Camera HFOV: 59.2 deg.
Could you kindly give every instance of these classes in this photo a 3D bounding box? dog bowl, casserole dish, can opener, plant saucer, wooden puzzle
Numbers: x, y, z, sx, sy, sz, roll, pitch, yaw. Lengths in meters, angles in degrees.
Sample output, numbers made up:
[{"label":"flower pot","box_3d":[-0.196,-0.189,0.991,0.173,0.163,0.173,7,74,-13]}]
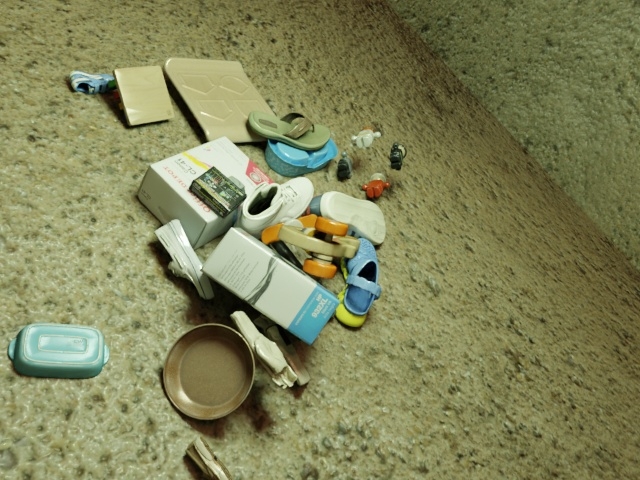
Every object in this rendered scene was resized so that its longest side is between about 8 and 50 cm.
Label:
[{"label":"dog bowl","box_3d":[-0.071,-0.303,1.937,0.297,0.074,0.166,-23,67,-47]},{"label":"casserole dish","box_3d":[-0.517,0.215,1.128,0.188,0.037,0.114,11,46,-30]},{"label":"can opener","box_3d":[-0.060,0.105,1.566,0.283,0.076,0.095,51,9,17]},{"label":"plant saucer","box_3d":[-0.235,0.279,1.205,0.198,0.036,0.199,-2,74,6]},{"label":"wooden puzzle","box_3d":[-0.328,-0.461,1.904,0.322,0.080,0.348,-14,65,-43]}]

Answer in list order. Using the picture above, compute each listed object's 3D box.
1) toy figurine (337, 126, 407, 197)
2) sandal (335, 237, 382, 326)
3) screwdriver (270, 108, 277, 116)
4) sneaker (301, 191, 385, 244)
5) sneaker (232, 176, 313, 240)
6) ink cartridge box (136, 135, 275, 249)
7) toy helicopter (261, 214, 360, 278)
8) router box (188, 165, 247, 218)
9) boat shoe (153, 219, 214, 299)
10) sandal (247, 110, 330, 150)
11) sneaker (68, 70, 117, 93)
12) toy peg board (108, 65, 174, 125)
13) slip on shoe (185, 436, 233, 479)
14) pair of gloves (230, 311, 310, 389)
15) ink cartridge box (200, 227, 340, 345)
[{"label":"toy figurine","box_3d":[0.181,-0.284,2.001,0.209,0.213,0.148,32,30,-2]},{"label":"sandal","box_3d":[0.129,0.100,1.643,0.126,0.138,0.318,24,39,-13]},{"label":"screwdriver","box_3d":[-0.140,-0.424,2.051,0.170,0.024,0.025,45,69,0]},{"label":"sneaker","box_3d":[0.073,-0.068,1.788,0.350,0.148,0.131,25,65,-48]},{"label":"sneaker","box_3d":[-0.107,-0.111,1.543,0.108,0.169,0.292,45,59,7]},{"label":"ink cartridge box","box_3d":[-0.306,-0.139,1.557,0.226,0.131,0.306,44,38,7]},{"label":"toy helicopter","box_3d":[0.000,0.000,1.539,0.234,0.140,0.355,18,6,26]},{"label":"router box","box_3d":[-0.261,-0.124,1.445,0.122,0.038,0.092,41,39,0]},{"label":"boat shoe","box_3d":[-0.339,0.058,1.395,0.075,0.083,0.226,-26,70,-14]},{"label":"sandal","box_3d":[-0.092,-0.376,1.865,0.302,0.086,0.120,6,48,-32]},{"label":"sneaker","box_3d":[-0.665,-0.459,1.667,0.144,0.053,0.059,-4,56,-30]},{"label":"toy peg board","box_3d":[-0.545,-0.430,1.693,0.161,0.079,0.161,-26,106,-47]},{"label":"slip on shoe","box_3d":[-0.216,0.455,1.116,0.041,0.051,0.135,-38,85,-9]},{"label":"pair of gloves","box_3d":[-0.104,0.246,1.299,0.204,0.042,0.240,54,6,18]},{"label":"ink cartridge box","box_3d":[-0.118,0.103,1.378,0.307,0.129,0.223,35,-1,-3]}]
